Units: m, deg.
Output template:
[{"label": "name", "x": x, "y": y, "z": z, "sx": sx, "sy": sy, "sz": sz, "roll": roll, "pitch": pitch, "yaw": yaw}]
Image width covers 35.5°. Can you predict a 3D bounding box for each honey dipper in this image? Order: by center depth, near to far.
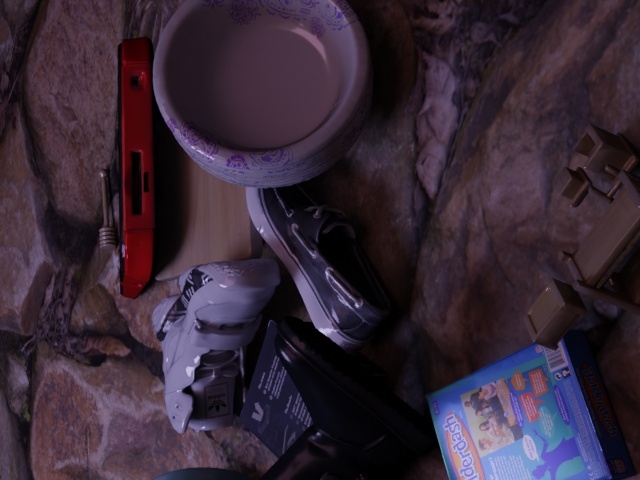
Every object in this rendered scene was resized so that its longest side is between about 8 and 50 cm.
[{"label": "honey dipper", "x": -0.402, "y": -0.061, "z": 1.870, "sx": 0.030, "sy": 0.030, "sz": 0.160, "roll": -28, "pitch": 63, "yaw": 45}]

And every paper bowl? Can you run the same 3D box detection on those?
[{"label": "paper bowl", "x": -0.070, "y": -0.206, "z": 1.340, "sx": 0.284, "sy": 0.148, "sz": 0.284, "roll": -2, "pitch": 73, "yaw": 5}]

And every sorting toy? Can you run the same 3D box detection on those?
[{"label": "sorting toy", "x": -0.152, "y": -0.079, "z": 1.528, "sx": 0.255, "sy": 0.089, "sz": 0.257, "roll": -14, "pitch": 75, "yaw": 48}]

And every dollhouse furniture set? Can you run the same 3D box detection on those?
[{"label": "dollhouse furniture set", "x": 0.287, "y": 0.004, "z": 1.025, "sx": 0.182, "sy": 0.101, "sz": 0.161, "roll": -59, "pitch": 22, "yaw": 28}]

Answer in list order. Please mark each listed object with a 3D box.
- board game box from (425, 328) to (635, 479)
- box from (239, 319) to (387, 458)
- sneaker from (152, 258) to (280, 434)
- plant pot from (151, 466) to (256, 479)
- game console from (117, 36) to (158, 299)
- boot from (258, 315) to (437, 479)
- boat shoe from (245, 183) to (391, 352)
[{"label": "board game box", "x": 0.219, "y": 0.208, "z": 1.088, "sx": 0.210, "sy": 0.047, "sz": 0.160, "roll": -35, "pitch": 61, "yaw": 42}, {"label": "box", "x": -0.013, "y": 0.208, "z": 1.328, "sx": 0.158, "sy": 0.093, "sz": 0.156, "roll": 34, "pitch": 112, "yaw": 45}, {"label": "sneaker", "x": -0.139, "y": 0.157, "z": 1.428, "sx": 0.366, "sy": 0.137, "sz": 0.210, "roll": -36, "pitch": 61, "yaw": 60}, {"label": "plant pot", "x": -0.147, "y": 0.409, "z": 1.246, "sx": 0.293, "sy": 0.293, "sz": 0.196, "roll": -46, "pitch": 33, "yaw": 37}, {"label": "game console", "x": -0.306, "y": -0.111, "z": 1.655, "sx": 0.342, "sy": 0.060, "sz": 0.386, "roll": 136, "pitch": 133, "yaw": -75}, {"label": "boot", "x": -0.012, "y": 0.237, "z": 1.194, "sx": 0.207, "sy": 0.246, "sz": 0.094, "roll": -47, "pitch": 15, "yaw": 8}, {"label": "boat shoe", "x": 0.000, "y": 0.000, "z": 1.328, "sx": 0.102, "sy": 0.108, "sz": 0.301, "roll": -50, "pitch": 53, "yaw": 34}]
